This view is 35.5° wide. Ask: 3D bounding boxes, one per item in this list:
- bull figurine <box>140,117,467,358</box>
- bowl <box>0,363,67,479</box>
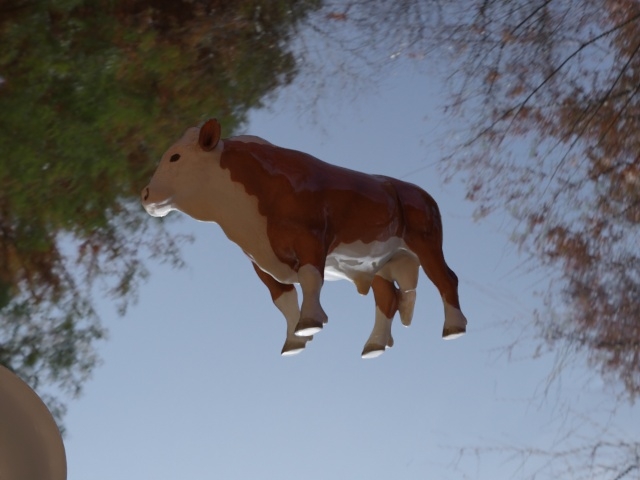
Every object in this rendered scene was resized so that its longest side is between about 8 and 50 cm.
[{"bbox_3d":[0.000,0.000,0.854,0.101,0.310,0.188,-32,-117,44],"label":"bull figurine"},{"bbox_3d":[-0.474,0.287,1.218,0.298,0.298,0.134,45,-56,1],"label":"bowl"}]
